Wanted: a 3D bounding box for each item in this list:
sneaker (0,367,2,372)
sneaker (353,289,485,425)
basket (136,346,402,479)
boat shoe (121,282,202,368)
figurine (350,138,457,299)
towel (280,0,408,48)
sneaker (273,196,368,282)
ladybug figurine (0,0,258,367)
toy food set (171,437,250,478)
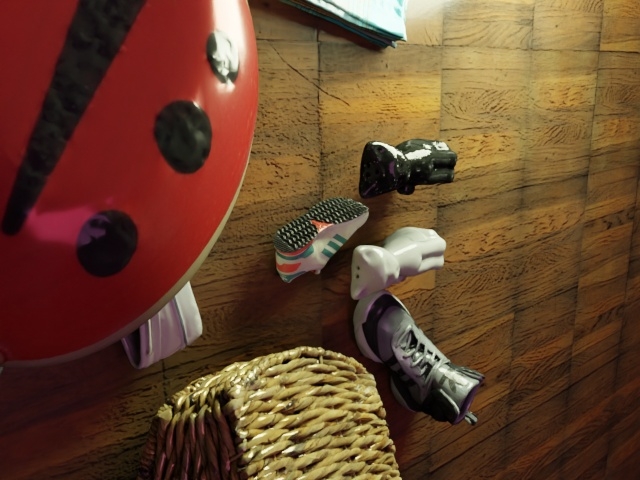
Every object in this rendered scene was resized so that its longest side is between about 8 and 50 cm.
[{"bbox_3d":[-0.328,0.059,0.541,0.121,0.111,0.300,27,78,-29],"label":"sneaker"},{"bbox_3d":[0.159,0.182,0.946,0.101,0.153,0.268,-47,127,-23],"label":"sneaker"},{"bbox_3d":[-0.077,0.257,0.758,0.299,0.223,0.213,8,61,-54],"label":"basket"},{"bbox_3d":[-0.204,0.014,0.636,0.088,0.096,0.267,-35,130,-35],"label":"boat shoe"},{"bbox_3d":[0.101,-0.031,0.847,0.209,0.092,0.215,-13,111,-59],"label":"figurine"},{"bbox_3d":[0.043,-0.457,0.767,0.271,0.040,0.370,6,96,-43],"label":"towel"},{"bbox_3d":[0.000,0.000,0.840,0.161,0.057,0.075,-31,141,-37],"label":"sneaker"},{"bbox_3d":[-0.185,-0.117,0.487,0.305,0.162,0.449,18,68,-23],"label":"ladybug figurine"},{"bbox_3d":[-0.137,0.270,0.795,0.192,0.038,0.132,-35,127,-43],"label":"toy food set"}]
